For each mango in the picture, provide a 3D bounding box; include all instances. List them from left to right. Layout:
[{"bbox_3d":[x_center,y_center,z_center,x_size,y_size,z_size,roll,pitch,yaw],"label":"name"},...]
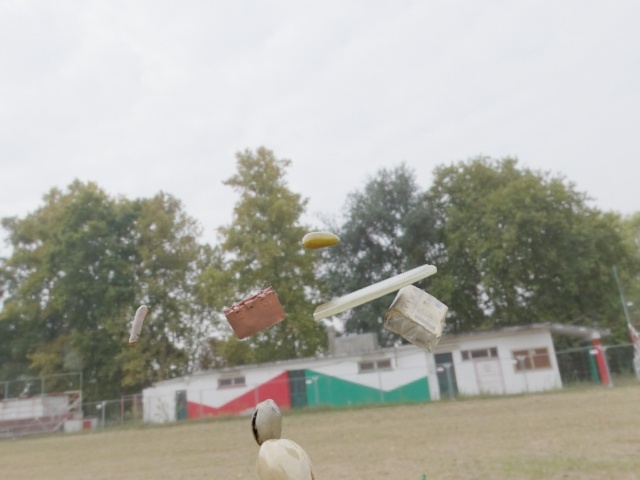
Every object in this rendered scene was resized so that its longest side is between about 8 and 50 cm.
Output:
[{"bbox_3d":[0.000,0.000,2.166,0.160,0.076,0.103,-4,-3,15],"label":"mango"}]

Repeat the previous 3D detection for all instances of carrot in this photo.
[{"bbox_3d":[-0.653,0.305,1.810,0.042,0.171,0.042,-1,-48,-1],"label":"carrot"}]

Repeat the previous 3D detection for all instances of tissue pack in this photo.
[{"bbox_3d":[0.316,0.249,1.653,0.186,0.090,0.222,29,29,9],"label":"tissue pack"}]

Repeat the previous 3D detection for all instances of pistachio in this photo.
[{"bbox_3d":[-0.170,0.588,1.612,0.112,0.149,0.113,-6,-12,-1],"label":"pistachio"},{"bbox_3d":[-0.096,0.688,1.484,0.157,0.229,0.157,-29,-34,-22],"label":"pistachio"}]

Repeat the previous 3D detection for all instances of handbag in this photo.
[{"bbox_3d":[-0.260,0.287,1.994,0.212,0.059,0.158,-26,-57,-7],"label":"handbag"}]

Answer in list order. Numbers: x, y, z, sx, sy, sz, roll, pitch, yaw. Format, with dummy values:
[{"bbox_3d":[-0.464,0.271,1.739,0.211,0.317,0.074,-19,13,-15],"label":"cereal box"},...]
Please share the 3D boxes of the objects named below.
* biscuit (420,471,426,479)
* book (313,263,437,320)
[{"bbox_3d":[0.323,0.775,1.604,0.016,0.046,0.089,8,-43,8],"label":"biscuit"},{"bbox_3d":[0.166,0.158,1.583,0.388,0.032,0.269,-22,-3,4],"label":"book"}]
